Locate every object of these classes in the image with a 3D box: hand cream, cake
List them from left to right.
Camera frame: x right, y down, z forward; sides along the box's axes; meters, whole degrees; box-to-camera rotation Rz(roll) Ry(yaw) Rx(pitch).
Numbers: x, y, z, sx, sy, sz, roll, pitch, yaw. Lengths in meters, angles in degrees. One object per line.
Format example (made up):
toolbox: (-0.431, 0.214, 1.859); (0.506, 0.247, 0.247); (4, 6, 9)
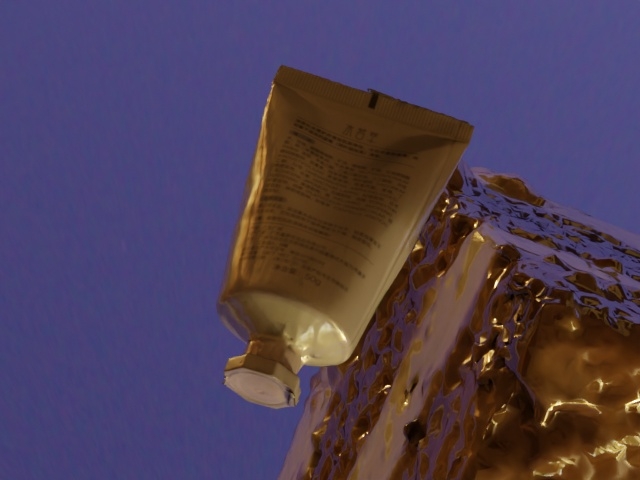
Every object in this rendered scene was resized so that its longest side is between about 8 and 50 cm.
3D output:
hand cream: (0.000, 0.000, 0.764); (0.084, 0.053, 0.142); (19, -121, 5)
cake: (0.135, 0.124, 0.927); (0.282, 0.290, 0.256); (21, -74, -12)
